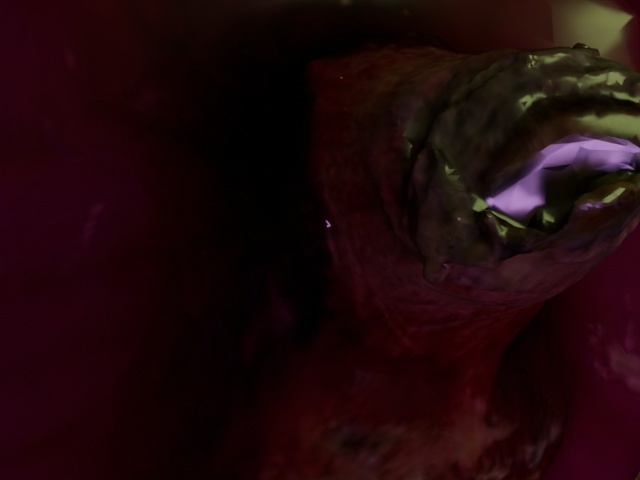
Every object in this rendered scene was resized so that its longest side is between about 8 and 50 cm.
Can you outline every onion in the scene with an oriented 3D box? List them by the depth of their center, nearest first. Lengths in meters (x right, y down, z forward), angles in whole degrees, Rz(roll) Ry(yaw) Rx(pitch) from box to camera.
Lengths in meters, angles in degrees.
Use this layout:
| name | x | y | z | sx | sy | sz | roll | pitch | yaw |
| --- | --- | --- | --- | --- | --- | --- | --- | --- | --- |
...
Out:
| name | x | y | z | sx | sy | sz | roll | pitch | yaw |
| --- | --- | --- | --- | --- | --- | --- | --- | --- | --- |
| onion | 0.000 | 0.000 | 0.728 | 0.398 | 0.398 | 0.420 | 36 | -3 | -16 |
